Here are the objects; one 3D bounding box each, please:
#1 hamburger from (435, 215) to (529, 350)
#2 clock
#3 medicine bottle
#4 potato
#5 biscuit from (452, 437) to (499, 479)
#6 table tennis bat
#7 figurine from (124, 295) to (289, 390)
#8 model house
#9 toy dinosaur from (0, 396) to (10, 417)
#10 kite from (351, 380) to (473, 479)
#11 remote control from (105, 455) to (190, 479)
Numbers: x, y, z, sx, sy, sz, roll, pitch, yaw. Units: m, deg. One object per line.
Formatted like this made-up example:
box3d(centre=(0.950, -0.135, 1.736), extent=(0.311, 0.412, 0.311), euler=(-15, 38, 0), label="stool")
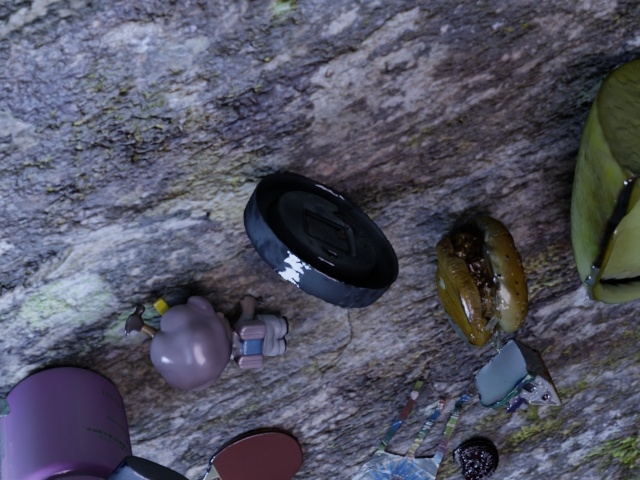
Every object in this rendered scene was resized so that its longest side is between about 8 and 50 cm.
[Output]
box3d(centre=(0.228, 0.063, 1.757), extent=(0.113, 0.177, 0.186), euler=(-24, 99, -8), label="hamburger")
box3d(centre=(0.000, 0.000, 1.616), extent=(0.215, 0.215, 0.042), euler=(21, 121, -27), label="clock")
box3d(centre=(-0.333, 0.322, 1.685), extent=(0.178, 0.291, 0.178), euler=(-8, 125, -11), label="medicine bottle")
box3d(centre=(0.444, -0.074, 1.728), extent=(0.330, 0.213, 0.280), euler=(-4, 142, -25), label="potato")
box3d(centre=(0.247, 0.355, 2.036), extent=(0.087, 0.027, 0.089), euler=(14, 118, -25), label="biscuit")
box3d(centre=(-0.131, 0.356, 1.933), extent=(0.220, 0.019, 0.130), euler=(-23, 126, -2), label="table tennis bat")
box3d(centre=(-0.149, 0.141, 1.736), extent=(0.228, 0.112, 0.137), euler=(-3, 119, -26), label="figurine")
box3d(centre=(0.305, 0.225, 1.930), extent=(0.100, 0.088, 0.101), euler=(31, 114, -29), label="model house")
box3d(centre=(-0.474, 0.175, 1.663), extent=(0.129, 0.076, 0.383), euler=(16, 123, 22), label="toy dinosaur")
box3d(centre=(0.127, 0.347, 2.004), extent=(0.169, 0.015, 0.310), euler=(7, 121, -19), label="kite")
box3d(centre=(-0.301, 0.412, 1.546), extent=(0.107, 0.044, 0.377), euler=(31, 110, -26), label="remote control")
